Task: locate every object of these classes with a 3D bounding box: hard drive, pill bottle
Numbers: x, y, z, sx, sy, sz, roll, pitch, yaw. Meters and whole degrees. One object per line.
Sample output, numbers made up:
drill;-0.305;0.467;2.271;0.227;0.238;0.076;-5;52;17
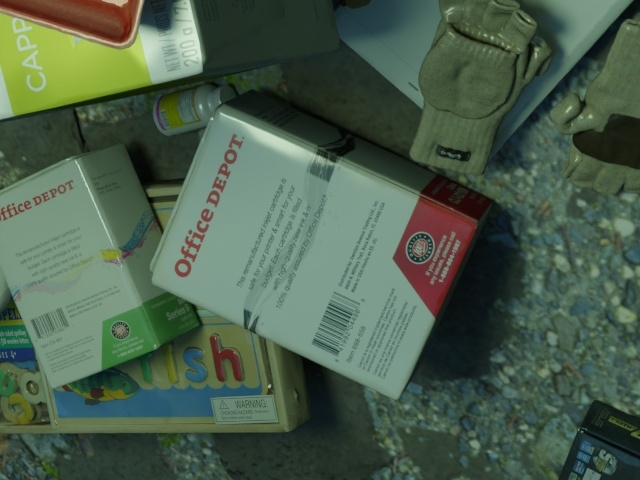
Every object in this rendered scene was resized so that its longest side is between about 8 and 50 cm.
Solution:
hard drive;0.163;-0.236;1.671;0.203;0.040;0.307;41;130;1
pill bottle;-0.125;-0.133;1.888;0.083;0.043;0.043;-11;113;33

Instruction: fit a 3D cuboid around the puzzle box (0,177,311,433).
puzzle box;-0.214;0.073;2.018;0.409;0.052;0.272;-5;101;31

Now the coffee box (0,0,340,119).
coffee box;-0.219;-0.275;1.514;0.334;0.338;0.337;-11;96;19

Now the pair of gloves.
pair of gloves;0.207;-0.131;1.663;0.240;0.042;0.204;9;137;4

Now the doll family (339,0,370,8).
doll family;0.029;-0.299;1.666;0.076;0.111;0.193;11;118;-20

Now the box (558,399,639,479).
box;0.320;0.295;1.898;0.183;0.059;0.232;25;128;12

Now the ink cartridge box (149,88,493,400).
ink cartridge box;0.000;0.000;1.807;0.273;0.114;0.197;25;107;6

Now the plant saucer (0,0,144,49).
plant saucer;-0.210;-0.291;1.302;0.259;0.048;0.258;18;105;15

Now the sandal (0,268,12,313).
sandal;-0.459;-0.080;2.057;0.169;0.102;0.416;-44;74;34

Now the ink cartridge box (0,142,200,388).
ink cartridge box;-0.242;0.025;1.935;0.154;0.093;0.212;-22;93;32
